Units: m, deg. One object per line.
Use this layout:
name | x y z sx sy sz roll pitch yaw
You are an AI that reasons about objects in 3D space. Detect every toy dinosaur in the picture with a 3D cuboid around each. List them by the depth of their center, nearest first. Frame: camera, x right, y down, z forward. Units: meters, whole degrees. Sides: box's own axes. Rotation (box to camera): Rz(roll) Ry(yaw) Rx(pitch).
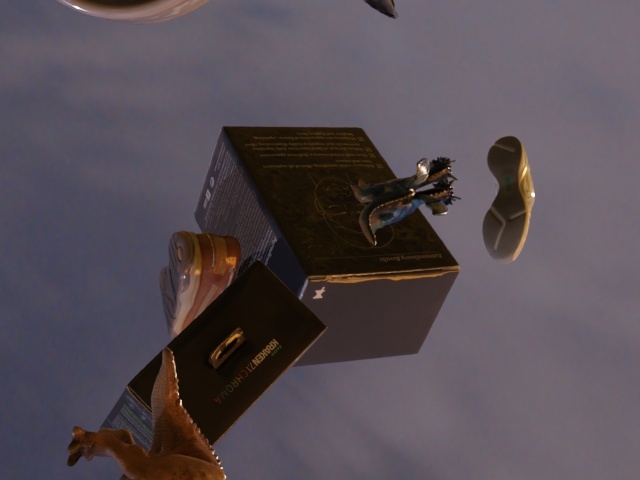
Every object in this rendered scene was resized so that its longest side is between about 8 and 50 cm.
toy dinosaur | -0.132 0.253 1.043 0.200 0.127 0.296 14 -123 2

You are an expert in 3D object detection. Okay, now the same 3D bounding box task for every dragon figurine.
dragon figurine | 0.125 -0.065 1.674 0.289 0.144 0.085 -36 -74 -78

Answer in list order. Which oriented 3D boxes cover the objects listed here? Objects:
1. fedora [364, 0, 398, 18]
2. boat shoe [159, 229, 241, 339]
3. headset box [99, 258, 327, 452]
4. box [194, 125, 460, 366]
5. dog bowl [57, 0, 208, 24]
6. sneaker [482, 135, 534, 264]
fedora | 0.065 -0.371 1.065 0.152 0.334 0.334 -18 -141 12
boat shoe | -0.197 0.079 1.969 0.116 0.324 0.123 -6 -109 -17
headset box | -0.145 0.181 1.559 0.131 0.283 0.246 45 -115 2
box | 0.000 0.000 2.043 0.293 0.212 0.395 -2 -138 -29
dog bowl | -0.250 -0.438 1.494 0.348 0.349 0.102 21 -160 -3
sneaker | 0.217 -0.039 1.326 0.061 0.053 0.152 40 -130 -48
